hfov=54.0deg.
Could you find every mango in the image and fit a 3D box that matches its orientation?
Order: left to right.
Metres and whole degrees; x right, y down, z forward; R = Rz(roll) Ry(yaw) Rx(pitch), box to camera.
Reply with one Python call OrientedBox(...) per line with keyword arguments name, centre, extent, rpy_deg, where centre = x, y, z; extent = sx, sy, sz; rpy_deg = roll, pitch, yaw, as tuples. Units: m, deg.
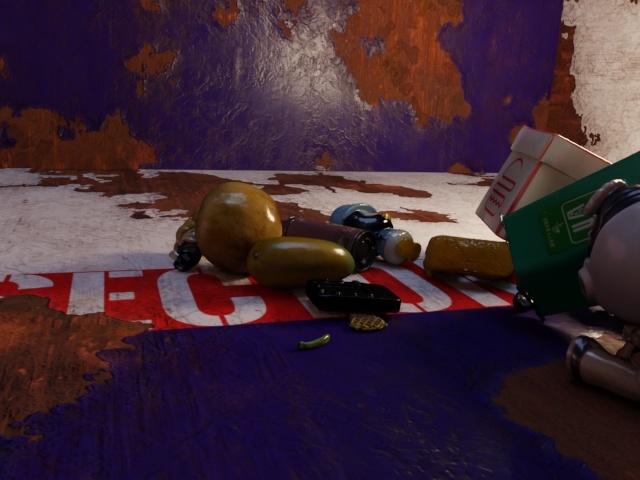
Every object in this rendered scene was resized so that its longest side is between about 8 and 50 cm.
OrientedBox(name="mango", centre=(-0.042, 0.055, 1.434), extent=(0.251, 0.114, 0.156), rpy_deg=(5, -30, -6))

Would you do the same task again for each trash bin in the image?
OrientedBox(name="trash bin", centre=(0.592, 0.000, 1.273), extent=(0.381, 0.295, 0.259), rpy_deg=(-22, 45, 27))

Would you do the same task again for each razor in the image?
OrientedBox(name="razor", centre=(0.562, 0.123, 1.475), extent=(0.324, 0.093, 0.056), rpy_deg=(-9, -22, -28))

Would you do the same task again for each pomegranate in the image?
OrientedBox(name="pomegranate", centre=(-0.197, -0.032, 1.539), extent=(0.233, 0.233, 0.233), rpy_deg=(3, 14, -1))

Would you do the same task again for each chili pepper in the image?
OrientedBox(name="chili pepper", centre=(-0.008, 0.183, 1.150), extent=(0.083, 0.017, 0.030), rpy_deg=(-9, 16, -38))

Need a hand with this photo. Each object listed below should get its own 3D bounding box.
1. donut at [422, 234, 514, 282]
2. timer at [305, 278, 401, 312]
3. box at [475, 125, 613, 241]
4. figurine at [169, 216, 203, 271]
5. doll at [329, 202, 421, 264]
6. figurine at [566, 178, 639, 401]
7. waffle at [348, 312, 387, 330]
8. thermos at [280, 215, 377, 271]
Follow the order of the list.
OrientedBox(name="donut", centre=(0.382, 0.049, 1.622), extent=(0.254, 0.118, 0.253), rpy_deg=(6, -1, 0))
OrientedBox(name="timer", centre=(0.065, 0.123, 1.345), extent=(0.188, 0.055, 0.144), rpy_deg=(5, 9, -12))
OrientedBox(name="box", centre=(0.646, -0.105, 1.714), extent=(0.314, 0.300, 0.312), rpy_deg=(28, 13, -4))
OrientedBox(name="figurine", centre=(-0.336, 0.014, 1.621), extent=(0.108, 0.114, 0.196), rpy_deg=(26, 25, -4))
OrientedBox(name="doll", centre=(0.141, -0.024, 1.779), extent=(0.314, 0.141, 0.177), rpy_deg=(25, 0, 42))
OrientedBox(name="figurine", centre=(0.552, 0.086, 0.990), extent=(0.253, 0.361, 0.211), rpy_deg=(1, 4, -11))
OrientedBox(name="waffle", centre=(0.091, 0.162, 1.264), extent=(0.078, 0.016, 0.085), rpy_deg=(4, 14, -14))
OrientedBox(name="thermos", centre=(-0.003, -0.007, 1.723), extent=(0.330, 0.109, 0.136), rpy_deg=(13, 31, 37))
